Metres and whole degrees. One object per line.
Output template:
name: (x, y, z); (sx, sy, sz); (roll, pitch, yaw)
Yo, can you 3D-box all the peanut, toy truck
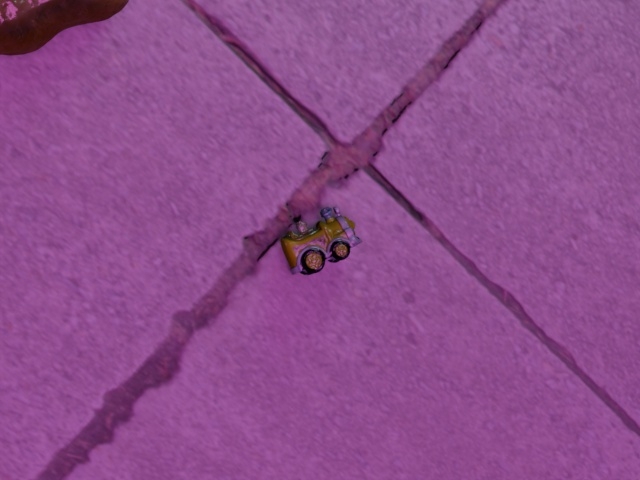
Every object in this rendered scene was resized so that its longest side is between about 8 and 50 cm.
peanut: (-0.340, -0.297, 1.512); (0.236, 0.110, 0.120); (-20, 120, -23)
toy truck: (0.000, 0.000, 1.713); (0.111, 0.076, 0.077); (-26, 90, -10)
